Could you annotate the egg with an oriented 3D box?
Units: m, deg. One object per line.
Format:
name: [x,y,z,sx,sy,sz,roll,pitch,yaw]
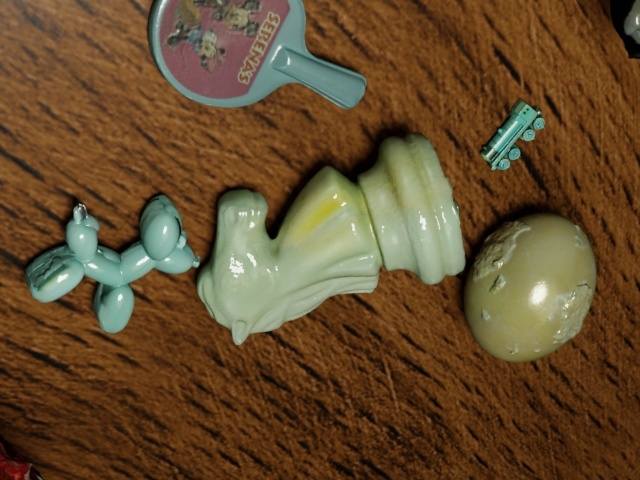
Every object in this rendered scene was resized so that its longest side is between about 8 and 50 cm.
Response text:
egg: [0.267,0.060,1.234,0.164,0.164,0.202,11,112,-33]

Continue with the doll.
doll: [-0.207,0.020,1.016,0.159,0.059,0.158,26,108,-37]

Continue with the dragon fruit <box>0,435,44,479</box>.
dragon fruit: [-0.412,0.325,0.982,0.301,0.295,0.296,-44,133,-14]

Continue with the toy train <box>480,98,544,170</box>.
toy train: [0.231,-0.126,1.168,0.045,0.029,0.092,31,106,-31]

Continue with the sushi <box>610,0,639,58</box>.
sushi: [0.396,-0.331,1.016,0.225,0.219,0.238,-21,171,32]

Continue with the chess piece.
chess piece: [0.000,0.000,1.073,0.298,0.176,0.176,-19,130,1]

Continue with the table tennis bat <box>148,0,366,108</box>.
table tennis bat: [-0.056,-0.192,0.968,0.244,0.040,0.153,21,110,-32]
